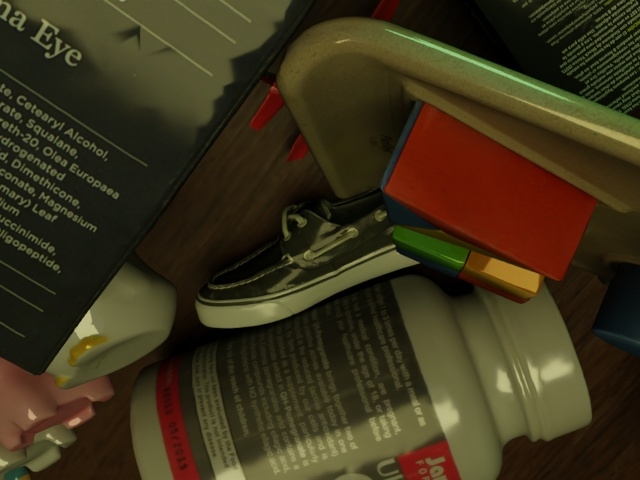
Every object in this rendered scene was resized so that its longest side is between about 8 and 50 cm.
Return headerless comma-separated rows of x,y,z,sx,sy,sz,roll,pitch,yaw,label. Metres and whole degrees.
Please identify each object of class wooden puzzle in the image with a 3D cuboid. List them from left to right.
0.155,0.009,0.517,0.348,0.322,0.080,19,85,8,wooden puzzle

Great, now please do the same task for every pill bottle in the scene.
0.032,0.130,0.727,0.318,0.176,0.176,-20,113,4,pill bottle

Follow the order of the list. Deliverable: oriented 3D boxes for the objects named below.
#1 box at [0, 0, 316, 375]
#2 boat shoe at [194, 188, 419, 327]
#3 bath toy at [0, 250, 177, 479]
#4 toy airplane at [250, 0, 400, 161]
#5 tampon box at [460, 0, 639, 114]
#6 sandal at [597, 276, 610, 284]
-0.104,-0.161,0.506,0.179,0.343,0.312,34,109,-14,box
0.000,0.000,0.731,0.219,0.078,0.070,-22,114,-2,boat shoe
-0.232,0.088,0.671,0.348,0.151,0.129,-43,70,40,bath toy
0.003,-0.109,0.664,0.151,0.028,0.151,-28,149,-18,toy airplane
0.156,-0.166,0.637,0.101,0.120,0.161,-36,110,12,tampon box
0.315,-0.081,0.703,0.086,0.120,0.303,44,105,10,sandal
